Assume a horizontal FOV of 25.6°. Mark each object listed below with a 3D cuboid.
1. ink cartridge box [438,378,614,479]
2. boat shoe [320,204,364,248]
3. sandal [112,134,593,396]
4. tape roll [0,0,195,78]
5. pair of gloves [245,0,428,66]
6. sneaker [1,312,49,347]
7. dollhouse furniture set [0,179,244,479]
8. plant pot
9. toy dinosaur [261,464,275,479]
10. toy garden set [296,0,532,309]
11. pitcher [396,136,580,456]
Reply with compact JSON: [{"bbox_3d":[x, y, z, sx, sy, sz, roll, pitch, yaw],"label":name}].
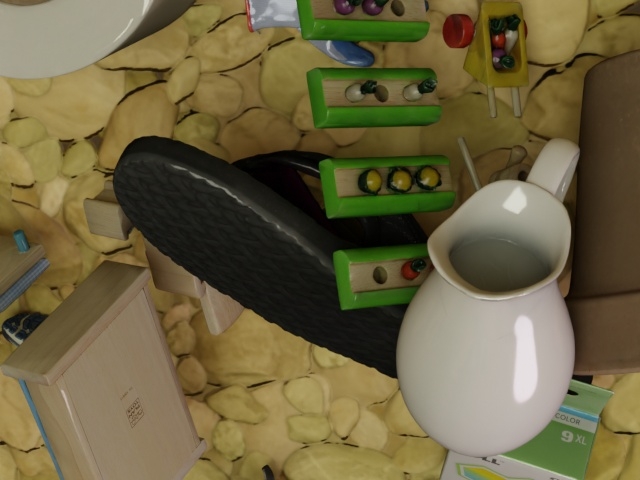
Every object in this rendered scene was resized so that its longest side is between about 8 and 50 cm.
[{"bbox_3d":[0.163,0.170,1.155,0.109,0.209,0.062,17,65,7],"label":"ink cartridge box"},{"bbox_3d":[0.001,0.002,1.216,0.056,0.048,0.153,42,107,-15],"label":"boat shoe"},{"bbox_3d":[0.031,0.021,1.135,0.445,0.107,0.167,30,153,-24],"label":"sandal"},{"bbox_3d":[-0.209,-0.262,1.109,0.246,0.169,0.246,4,108,11],"label":"tape roll"},{"bbox_3d":[0.007,-0.239,1.148,0.159,0.023,0.198,1,106,12],"label":"pair of gloves"},{"bbox_3d":[-0.239,0.118,1.299,0.135,0.052,0.058,30,118,4],"label":"sneaker"},{"bbox_3d":[-0.255,0.090,1.233,0.303,0.286,0.198,10,130,30],"label":"dollhouse furniture set"},{"bbox_3d":[0.291,-0.031,1.052,0.263,0.263,0.229,-9,88,15],"label":"plant pot"},{"bbox_3d":[-0.030,0.332,1.277,0.322,0.164,0.218,-43,97,-23],"label":"toy dinosaur"},{"bbox_3d":[0.093,-0.080,1.064,0.049,0.203,0.244,-18,79,55],"label":"toy garden set"},{"bbox_3d":[0.131,0.042,0.990,0.125,0.178,0.207,25,142,20],"label":"pitcher"}]
